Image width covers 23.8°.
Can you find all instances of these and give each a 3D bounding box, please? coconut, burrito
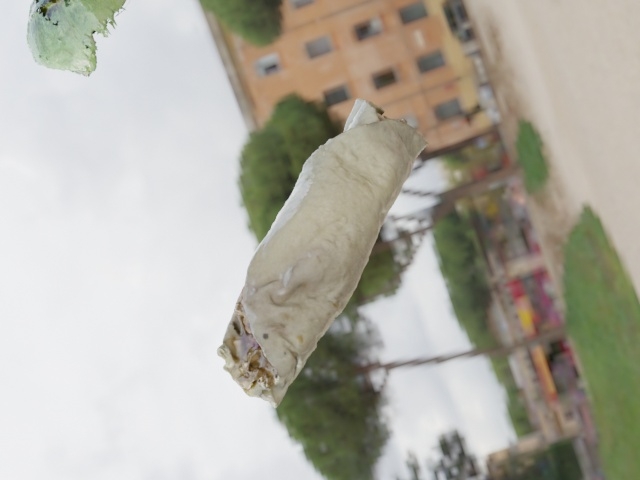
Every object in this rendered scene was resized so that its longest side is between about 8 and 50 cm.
[{"bbox_3d":[-0.280,-0.248,1.695,0.055,0.158,0.133,28,-135,-46],"label":"coconut"},{"bbox_3d":[0.000,0.000,1.648,0.117,0.392,0.076,34,151,-7],"label":"burrito"}]
